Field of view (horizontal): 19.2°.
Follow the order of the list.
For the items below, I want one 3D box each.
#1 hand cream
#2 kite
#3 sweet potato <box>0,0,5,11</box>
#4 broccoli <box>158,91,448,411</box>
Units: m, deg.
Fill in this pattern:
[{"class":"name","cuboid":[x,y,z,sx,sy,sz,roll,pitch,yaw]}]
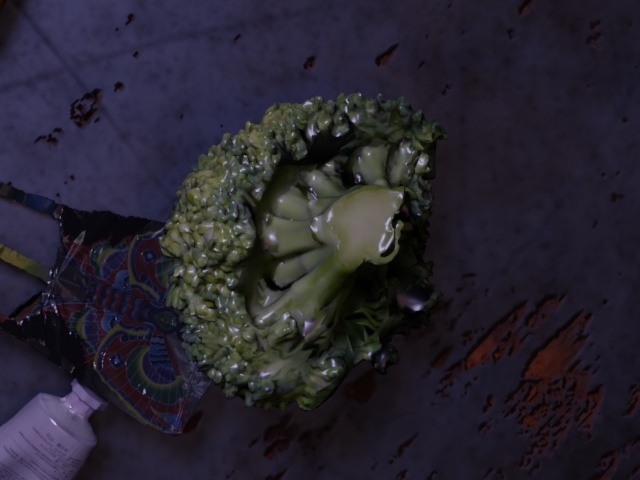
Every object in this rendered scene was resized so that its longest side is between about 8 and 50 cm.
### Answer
[{"class":"hand cream","cuboid":[-0.204,0.155,1.320,0.084,0.053,0.142,40,98,-14]},{"class":"kite","cuboid":[-0.192,0.023,1.298,0.285,0.015,0.152,22,68,-15]},{"class":"sweet potato","cuboid":[-0.193,-0.263,1.263,0.057,0.057,0.264,15,92,-18]},{"class":"broccoli","cuboid":[0.000,-0.001,1.293,0.226,0.176,0.198,-28,102,2]}]
